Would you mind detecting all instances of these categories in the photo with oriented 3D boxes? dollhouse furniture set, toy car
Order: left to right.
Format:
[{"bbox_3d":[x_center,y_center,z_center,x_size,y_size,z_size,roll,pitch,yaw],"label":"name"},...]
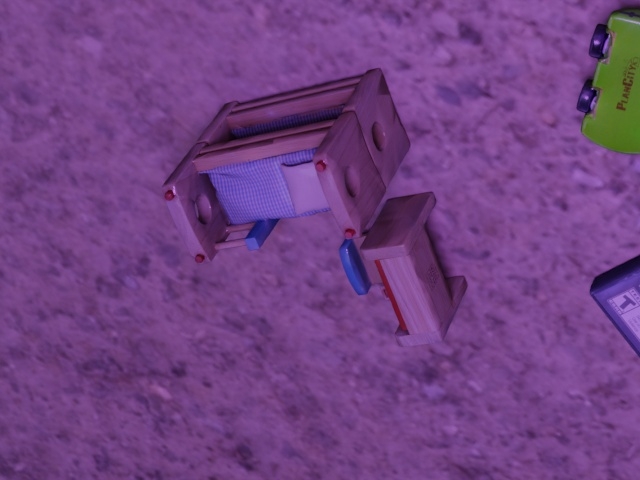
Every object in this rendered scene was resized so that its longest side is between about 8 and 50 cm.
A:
[{"bbox_3d":[0.000,0.000,1.175,0.129,0.129,0.183,-10,117,27],"label":"dollhouse furniture set"},{"bbox_3d":[0.207,-0.159,1.035,0.239,0.053,0.225,17,127,12],"label":"toy car"}]

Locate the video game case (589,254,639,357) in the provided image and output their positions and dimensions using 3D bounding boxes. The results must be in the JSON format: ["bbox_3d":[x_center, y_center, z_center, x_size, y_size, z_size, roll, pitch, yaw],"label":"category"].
[{"bbox_3d":[0.349,0.047,1.133,0.274,0.026,0.196,-31,107,33],"label":"video game case"}]
